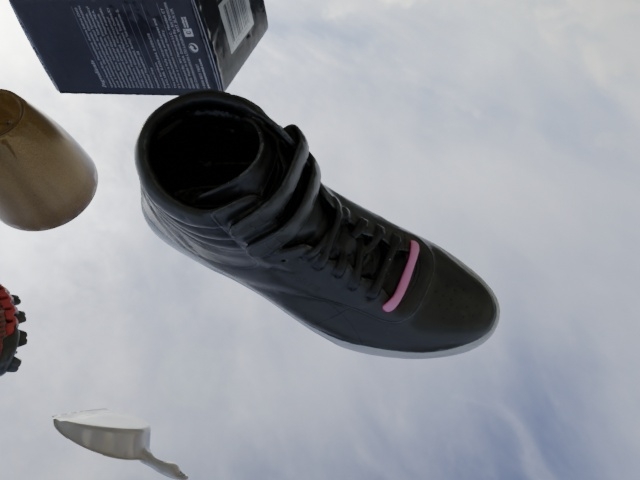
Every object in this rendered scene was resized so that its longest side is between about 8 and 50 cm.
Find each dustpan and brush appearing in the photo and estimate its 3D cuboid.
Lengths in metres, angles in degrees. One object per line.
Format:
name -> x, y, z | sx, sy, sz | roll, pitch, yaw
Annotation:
dustpan and brush -> -0.295, 0.320, 0.842 | 0.211, 0.147, 0.060 | 8, -99, 16

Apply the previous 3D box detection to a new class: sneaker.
sneaker -> 0.000, 0.000, 0.367 | 0.295, 0.147, 0.105 | 24, -106, 2
sneaker -> -0.484, 0.069, 0.692 | 0.276, 0.098, 0.135 | 48, -160, 23

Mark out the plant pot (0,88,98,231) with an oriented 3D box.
plant pot -> -0.613, -0.179, 1.094 | 0.237, 0.254, 0.237 | 2, -115, -3

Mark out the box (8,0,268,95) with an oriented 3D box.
box -> -0.181, -0.239, 0.573 | 0.207, 0.108, 0.153 | 5, -132, 15
